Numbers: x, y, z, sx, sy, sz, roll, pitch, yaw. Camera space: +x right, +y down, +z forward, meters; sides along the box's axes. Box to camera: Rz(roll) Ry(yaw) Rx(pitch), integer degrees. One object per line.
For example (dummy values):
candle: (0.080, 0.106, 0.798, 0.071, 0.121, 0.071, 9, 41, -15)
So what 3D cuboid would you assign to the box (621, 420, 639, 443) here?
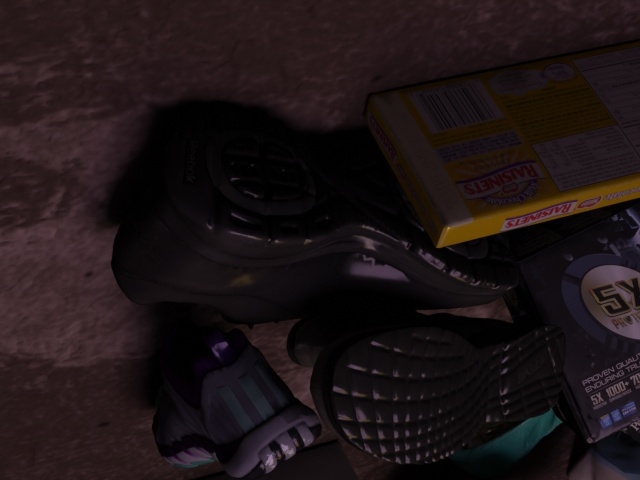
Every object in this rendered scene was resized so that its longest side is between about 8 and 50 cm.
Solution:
box: (0.383, 0.088, 1.148, 0.184, 0.103, 0.261, 36, 107, -11)

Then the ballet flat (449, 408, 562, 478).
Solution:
ballet flat: (0.184, 0.108, 1.173, 0.087, 0.083, 0.247, 24, 121, -34)

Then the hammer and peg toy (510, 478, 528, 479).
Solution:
hammer and peg toy: (0.187, 0.305, 1.315, 0.265, 0.127, 0.361, -3, 161, -25)

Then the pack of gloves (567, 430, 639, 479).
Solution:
pack of gloves: (0.348, 0.244, 1.377, 0.046, 0.195, 0.232, -45, 163, -21)

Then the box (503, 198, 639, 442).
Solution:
box: (0.233, 0.037, 1.030, 0.180, 0.147, 0.077, -25, -168, -4)

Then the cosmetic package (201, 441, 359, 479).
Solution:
cosmetic package: (-0.070, 0.263, 1.153, 0.237, 0.127, 0.107, -9, 143, -26)

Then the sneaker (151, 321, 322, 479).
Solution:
sneaker: (-0.072, 0.091, 0.928, 0.083, 0.098, 0.223, -34, -172, -22)

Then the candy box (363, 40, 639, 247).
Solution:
candy box: (0.139, -0.063, 0.864, 0.205, 0.105, 0.027, -13, 149, -22)

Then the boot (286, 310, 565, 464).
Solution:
boot: (0.036, 0.084, 0.933, 0.246, 0.161, 0.084, 0, 96, -51)

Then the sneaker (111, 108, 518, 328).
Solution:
sneaker: (0.000, 0.000, 0.871, 0.286, 0.109, 0.130, 11, 141, -37)
